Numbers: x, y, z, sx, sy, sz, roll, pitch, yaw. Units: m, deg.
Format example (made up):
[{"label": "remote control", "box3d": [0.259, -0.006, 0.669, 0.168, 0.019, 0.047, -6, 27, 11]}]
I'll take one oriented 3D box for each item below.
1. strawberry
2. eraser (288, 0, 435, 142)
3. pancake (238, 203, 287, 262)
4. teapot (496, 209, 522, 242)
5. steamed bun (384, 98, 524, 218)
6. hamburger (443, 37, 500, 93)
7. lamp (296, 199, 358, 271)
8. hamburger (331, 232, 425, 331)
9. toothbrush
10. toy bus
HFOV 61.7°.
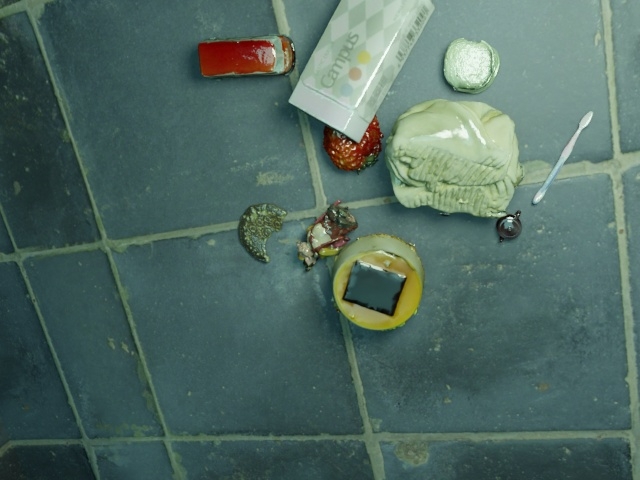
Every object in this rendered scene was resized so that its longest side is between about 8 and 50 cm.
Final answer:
[{"label": "strawberry", "box3d": [0.073, -0.299, 1.484, 0.175, 0.107, 0.236, -32, 96, 22]}, {"label": "eraser", "box3d": [0.104, -0.477, 1.378, 0.213, 0.082, 0.396, 29, 97, 7]}, {"label": "pancake", "box3d": [-0.172, -0.030, 1.687, 0.191, 0.020, 0.184, -28, 98, 23]}, {"label": "teapot", "box3d": [0.521, -0.039, 1.474, 0.068, 0.045, 0.100, 28, 113, 4]}, {"label": "steamed bun", "box3d": [0.340, -0.228, 1.364, 0.394, 0.237, 0.347, 31, 147, -30]}, {"label": "hamburger", "box3d": [0.385, -0.446, 1.374, 0.140, 0.062, 0.133, 22, 111, 10]}, {"label": "lamp", "box3d": [0.000, 0.000, 1.596, 0.118, 0.118, 0.253, 46, 119, -2]}, {"label": "hamburger", "box3d": [0.163, 0.123, 1.554, 0.276, 0.179, 0.294, 15, 105, 1]}, {"label": "toothbrush", "box3d": [0.630, -0.212, 1.398, 0.021, 0.027, 0.269, 44, 118, 38]}, {"label": "toy bus", "box3d": [-0.208, -0.508, 1.488, 0.265, 0.120, 0.121, 3, 109, 16]}]
